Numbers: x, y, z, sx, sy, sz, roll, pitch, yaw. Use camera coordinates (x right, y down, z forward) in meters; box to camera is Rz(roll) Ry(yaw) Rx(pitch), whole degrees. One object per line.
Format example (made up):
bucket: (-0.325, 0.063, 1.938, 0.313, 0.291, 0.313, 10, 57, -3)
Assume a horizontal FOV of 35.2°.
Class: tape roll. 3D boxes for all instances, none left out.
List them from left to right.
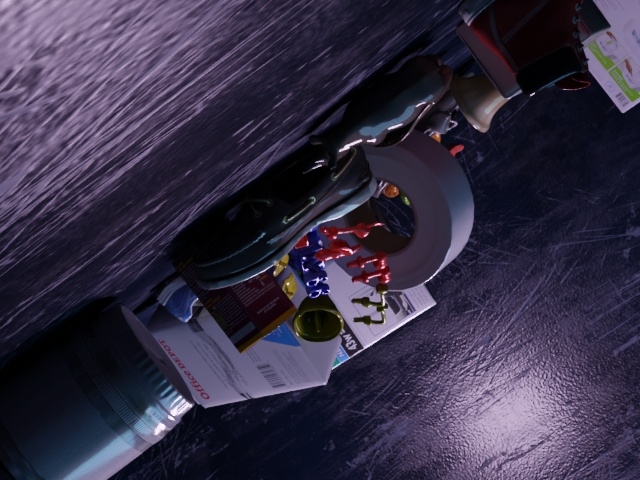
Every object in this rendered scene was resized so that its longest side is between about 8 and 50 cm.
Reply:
tape roll: (0.126, -0.057, 1.814, 0.286, 0.286, 0.100, -38, 177, 38)

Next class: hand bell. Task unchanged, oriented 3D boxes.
hand bell: (0.378, -0.321, 1.914, 0.242, 0.126, 0.126, -32, 180, 28)

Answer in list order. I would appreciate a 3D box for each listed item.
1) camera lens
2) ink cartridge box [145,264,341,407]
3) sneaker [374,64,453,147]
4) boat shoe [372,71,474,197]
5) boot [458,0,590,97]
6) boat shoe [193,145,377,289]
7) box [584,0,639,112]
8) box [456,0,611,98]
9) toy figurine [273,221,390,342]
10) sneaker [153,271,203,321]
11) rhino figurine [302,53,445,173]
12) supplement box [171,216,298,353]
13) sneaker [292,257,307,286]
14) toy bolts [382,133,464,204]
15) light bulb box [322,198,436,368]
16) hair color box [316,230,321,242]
camera lens: (-0.360, 0.255, 1.544, 0.274, 0.219, 0.219, -36, 178, -4)
ink cartridge box: (-0.151, 0.186, 1.958, 0.307, 0.223, 0.129, -16, -148, 31)
sneaker: (0.148, -0.214, 1.630, 0.188, 0.066, 0.071, -38, 178, 44)
boat shoe: (0.208, -0.216, 2.106, 0.335, 0.096, 0.112, -37, 178, 22)
boot: (0.319, -0.292, 1.272, 0.244, 0.176, 0.088, -38, 176, -7)
boat shoe: (-0.062, -0.047, 1.516, 0.324, 0.097, 0.116, -33, -145, -15)
box: (0.616, -0.424, 1.986, 0.126, 0.262, 0.231, -36, 177, -30)
box: (0.315, -0.309, 1.474, 0.148, 0.127, 0.232, -37, 177, 26)
toy figurine: (0.000, 0.000, 1.758, 0.191, 0.217, 0.363, -17, 148, -3)
sneaker: (-0.211, 0.074, 1.884, 0.211, 0.081, 0.080, -37, 177, -30)
rhino figurine: (0.070, -0.167, 1.367, 0.243, 0.073, 0.106, -36, -178, 9)
supplement box: (-0.137, 0.072, 1.602, 0.080, 0.188, 0.104, -36, 178, -35)
sneaker: (-0.119, 0.084, 2.087, 0.127, 0.319, 0.208, -37, 143, -39)
toy bolts: (0.240, -0.227, 2.571, 0.228, 0.158, 0.218, -22, 128, -39)
light bulb box: (0.054, 0.114, 2.459, 0.361, 0.225, 0.358, -33, -168, 5)
hair color box: (-0.045, -0.017, 2.256, 0.185, 0.110, 0.339, -37, 179, -13)
